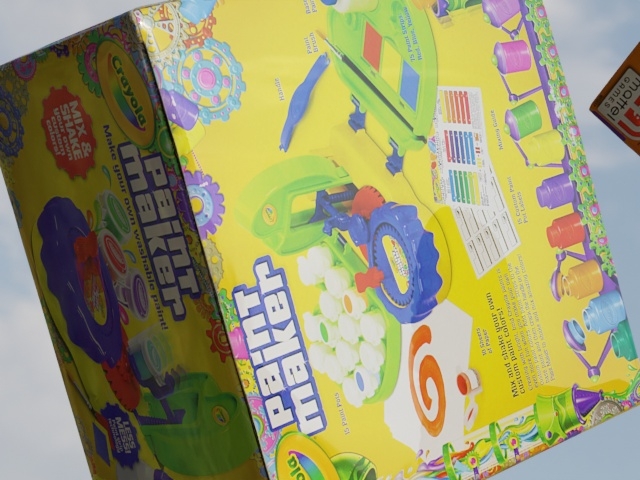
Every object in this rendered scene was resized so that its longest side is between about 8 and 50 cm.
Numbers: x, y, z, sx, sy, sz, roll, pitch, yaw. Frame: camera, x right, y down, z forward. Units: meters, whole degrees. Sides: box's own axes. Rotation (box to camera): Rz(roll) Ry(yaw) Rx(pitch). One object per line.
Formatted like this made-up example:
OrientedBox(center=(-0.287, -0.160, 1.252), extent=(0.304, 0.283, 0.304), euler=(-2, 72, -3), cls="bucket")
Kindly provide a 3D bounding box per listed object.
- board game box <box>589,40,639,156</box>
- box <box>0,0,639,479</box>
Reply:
OrientedBox(center=(0.560, -0.155, 1.835), extent=(0.356, 0.356, 0.356), euler=(-54, -22, 23), cls="board game box")
OrientedBox(center=(0.000, 0.000, 1.051), extent=(0.279, 0.290, 0.177), euler=(-18, 5, -38), cls="box")
